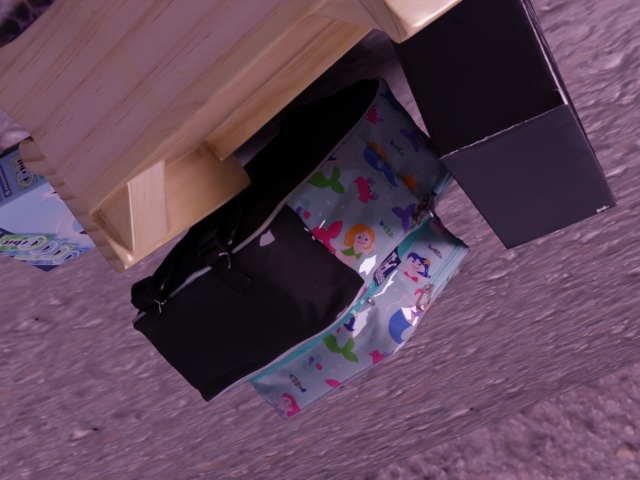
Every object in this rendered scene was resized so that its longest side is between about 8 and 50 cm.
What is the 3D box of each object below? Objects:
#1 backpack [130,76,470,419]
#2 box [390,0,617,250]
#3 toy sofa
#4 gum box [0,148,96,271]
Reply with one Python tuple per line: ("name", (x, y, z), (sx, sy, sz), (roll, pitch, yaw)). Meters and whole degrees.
("backpack", (0.000, 0.000, 1.500), (0.225, 0.191, 0.253), (-36, -162, 44))
("box", (0.127, -0.119, 1.416), (0.103, 0.184, 0.261), (-26, 160, 8))
("toy sofa", (-0.054, -0.145, 1.227), (0.150, 0.177, 0.362), (-37, 180, -44))
("gum box", (-0.180, -0.046, 1.494), (0.184, 0.041, 0.157), (-28, 161, 13))
